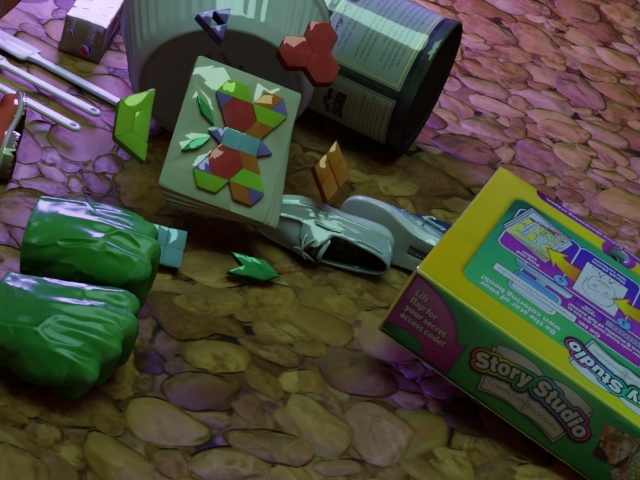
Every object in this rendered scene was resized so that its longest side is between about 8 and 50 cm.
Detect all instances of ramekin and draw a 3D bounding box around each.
[{"bbox_3d":[-0.124,-0.236,1.909,0.273,0.273,0.127,12,50,-13],"label":"ramekin"}]

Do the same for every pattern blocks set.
[{"bbox_3d":[-0.100,-0.114,1.747,0.285,0.026,0.325,4,79,-18],"label":"pattern blocks set"}]

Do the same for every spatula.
[{"bbox_3d":[-0.381,-0.207,1.945,0.242,0.019,0.168,29,27,13],"label":"spatula"}]

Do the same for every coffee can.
[{"bbox_3d":[0.033,-0.269,2.092,0.275,0.201,0.201,27,32,10],"label":"coffee can"}]

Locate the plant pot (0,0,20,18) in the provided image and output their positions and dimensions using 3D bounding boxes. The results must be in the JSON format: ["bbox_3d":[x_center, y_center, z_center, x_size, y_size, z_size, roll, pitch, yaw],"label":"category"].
[{"bbox_3d":[-0.511,-0.333,1.913,0.205,0.205,0.188,26,48,10],"label":"plant pot"}]

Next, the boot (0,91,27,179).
[{"bbox_3d":[-0.397,-0.136,1.788,0.084,0.059,0.158,11,34,-6],"label":"boot"}]

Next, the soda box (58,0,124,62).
[{"bbox_3d":[-0.314,-0.320,2.113,0.061,0.058,0.181,19,31,-3],"label":"soda box"}]

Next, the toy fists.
[{"bbox_3d":[-0.247,0.056,1.544,0.142,0.096,0.279,9,33,0],"label":"toy fists"}]

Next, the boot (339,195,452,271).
[{"bbox_3d":[0.116,-0.006,1.876,0.190,0.069,0.086,32,27,2],"label":"boot"}]

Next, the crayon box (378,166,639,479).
[{"bbox_3d":[0.286,0.106,1.711,0.363,0.106,0.313,35,34,6],"label":"crayon box"}]

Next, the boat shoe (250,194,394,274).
[{"bbox_3d":[0.000,0.000,1.804,0.184,0.066,0.063,20,36,-12],"label":"boat shoe"}]
